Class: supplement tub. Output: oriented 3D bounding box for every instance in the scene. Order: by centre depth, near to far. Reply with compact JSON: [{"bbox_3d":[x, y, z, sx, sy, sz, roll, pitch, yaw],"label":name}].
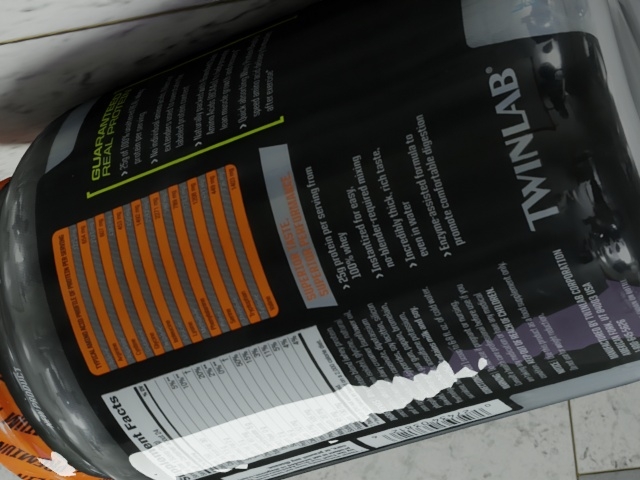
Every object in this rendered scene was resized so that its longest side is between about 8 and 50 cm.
[{"bbox_3d":[0.000,0.000,0.623,0.338,0.207,0.207,-19,176,22],"label":"supplement tub"}]
